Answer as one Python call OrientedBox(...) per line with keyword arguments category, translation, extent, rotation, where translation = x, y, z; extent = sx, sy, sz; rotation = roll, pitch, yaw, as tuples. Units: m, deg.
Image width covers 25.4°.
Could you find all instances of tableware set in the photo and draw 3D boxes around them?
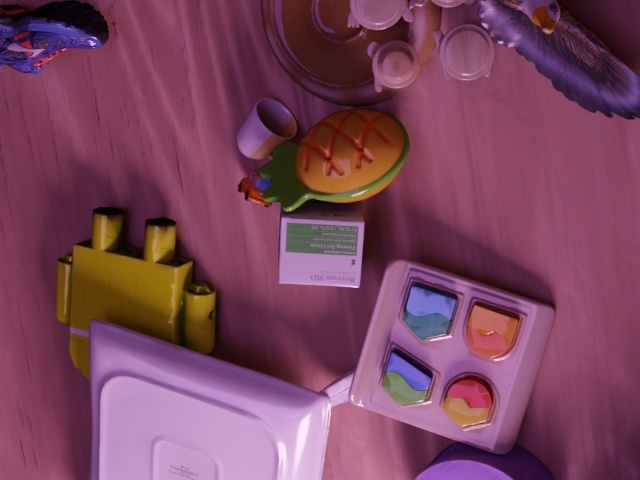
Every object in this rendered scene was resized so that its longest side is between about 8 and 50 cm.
OrientedBox(category="tableware set", translation=(0.116, -0.244, 1.616), extent=(0.168, 0.020, 0.141), rotation=(-10, 101, 3))

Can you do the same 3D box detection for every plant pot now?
OrientedBox(category="plant pot", translation=(0.028, -0.273, 1.676), extent=(0.236, 0.032, 0.236), rotation=(7, 107, 24))

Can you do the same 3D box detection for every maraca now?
OrientedBox(category="maraca", translation=(0.016, -0.094, 1.677), extent=(0.185, 0.127, 0.099), rotation=(-18, 136, 9))

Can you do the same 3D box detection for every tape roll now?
OrientedBox(category="tape roll", translation=(0.198, 0.341, 1.731), extent=(0.189, 0.080, 0.189), rotation=(8, 108, 25))

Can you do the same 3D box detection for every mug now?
OrientedBox(category="mug", translation=(-0.068, -0.126, 1.748), extent=(0.064, 0.062, 0.078), rotation=(-43, 64, 37))

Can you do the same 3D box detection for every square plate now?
OrientedBox(category="square plate", translation=(-0.165, 0.301, 1.877), extent=(0.347, 0.049, 0.344), rotation=(17, 121, 18))

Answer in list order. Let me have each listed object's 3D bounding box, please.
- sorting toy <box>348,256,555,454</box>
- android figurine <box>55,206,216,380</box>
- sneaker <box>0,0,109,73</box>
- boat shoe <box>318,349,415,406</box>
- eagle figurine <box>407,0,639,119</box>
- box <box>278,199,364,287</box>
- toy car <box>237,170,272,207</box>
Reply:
OrientedBox(category="sorting toy", translation=(0.153, 0.139, 1.680), extent=(0.208, 0.038, 0.193), rotation=(17, 102, 7))
OrientedBox(category="android figurine", translation=(-0.253, 0.096, 1.905), extent=(0.248, 0.056, 0.273), rotation=(10, 107, 24))
OrientedBox(category="sneaker", translation=(-0.365, -0.263, 1.861), extent=(0.221, 0.083, 0.087), rotation=(5, 119, 31))
OrientedBox(category="boat shoe", translation=(0.079, 0.177, 1.761), extent=(0.184, 0.066, 0.063), rotation=(-27, 90, 20))
OrientedBox(category="eagle figurine", translation=(0.245, -0.270, 1.499), extent=(0.226, 0.298, 0.225), rotation=(140, 139, -63))
OrientedBox(category="box", translation=(0.000, 0.000, 1.708), extent=(0.101, 0.102, 0.087), rotation=(3, 108, -1))
OrientedBox(category="toy car", translation=(-0.043, -0.055, 1.777), extent=(0.122, 0.060, 0.040), rotation=(21, 103, -8))
